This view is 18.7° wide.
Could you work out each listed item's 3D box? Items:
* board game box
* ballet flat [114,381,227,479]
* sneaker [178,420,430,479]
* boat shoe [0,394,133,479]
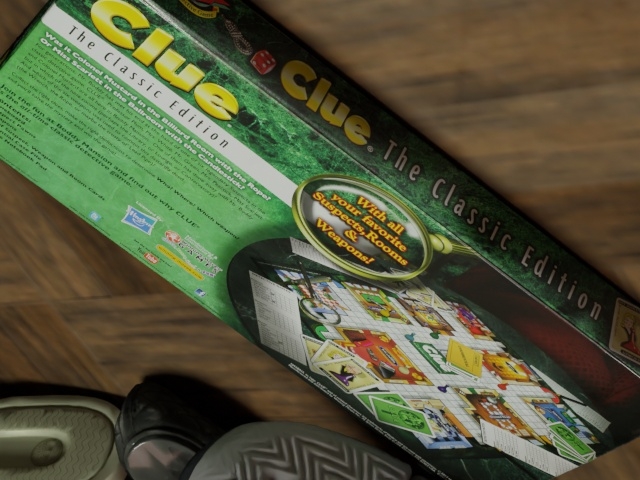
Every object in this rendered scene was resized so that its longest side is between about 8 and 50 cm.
[{"bbox_3d":[0.000,0.000,0.704,0.259,0.030,0.136,37,146,-13],"label":"board game box"},{"bbox_3d":[-0.019,0.119,0.867,0.057,0.049,0.173,-38,117,24],"label":"ballet flat"},{"bbox_3d":[0.027,0.209,0.832,0.321,0.124,0.180,48,151,-15],"label":"sneaker"},{"bbox_3d":[-0.181,0.115,0.926,0.233,0.084,0.079,4,142,28],"label":"boat shoe"}]
